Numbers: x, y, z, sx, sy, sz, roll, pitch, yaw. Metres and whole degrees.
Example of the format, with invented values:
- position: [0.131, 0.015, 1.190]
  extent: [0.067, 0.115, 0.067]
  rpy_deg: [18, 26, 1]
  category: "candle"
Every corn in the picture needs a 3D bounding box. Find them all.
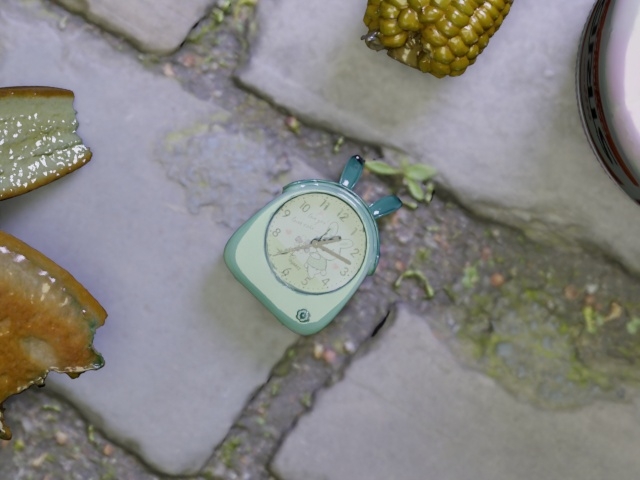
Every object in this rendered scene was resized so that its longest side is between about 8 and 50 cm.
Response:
- position: [0.143, -0.262, 1.479]
  extent: [0.102, 0.102, 0.313]
  rpy_deg: [32, 94, 1]
  category: "corn"

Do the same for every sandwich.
- position: [-0.302, -0.060, 1.511]
  extent: [0.244, 0.088, 0.090]
  rpy_deg: [-14, 95, 2]
  category: "sandwich"

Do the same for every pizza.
- position: [-0.310, 0.073, 1.493]
  extent: [0.289, 0.081, 0.229]
  rpy_deg: [11, 114, -12]
  category: "pizza"

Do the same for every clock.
- position: [0.000, 0.000, 1.525]
  extent: [0.135, 0.041, 0.101]
  rpy_deg: [-44, 90, 2]
  category: "clock"

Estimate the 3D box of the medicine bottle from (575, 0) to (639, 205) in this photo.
- position: [0.315, -0.120, 1.409]
  extent: [0.252, 0.241, 0.253]
  rpy_deg: [0, 91, 3]
  category: "medicine bottle"
